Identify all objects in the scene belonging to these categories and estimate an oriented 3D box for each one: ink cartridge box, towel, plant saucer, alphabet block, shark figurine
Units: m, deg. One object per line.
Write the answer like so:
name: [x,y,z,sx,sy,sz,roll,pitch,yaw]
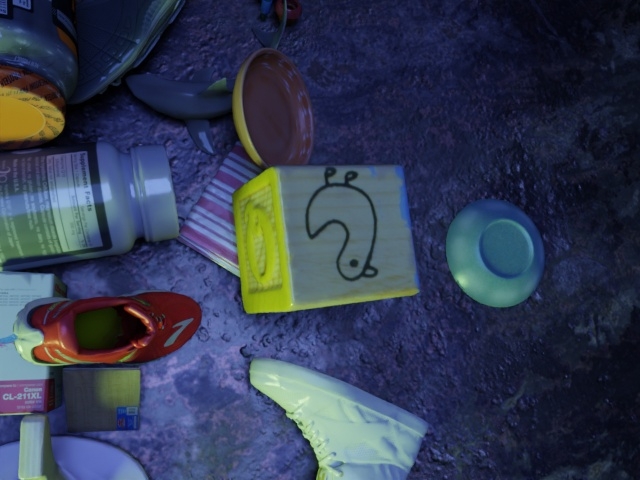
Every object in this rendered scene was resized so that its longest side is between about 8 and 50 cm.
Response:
ink cartridge box: [-0.384,0.135,0.798,0.072,0.127,0.175,2,79,-15]
towel: [-0.118,-0.048,0.957,0.144,0.029,0.197,31,71,-7]
plant saucer: [0.313,0.017,1.046,0.194,0.037,0.195,3,78,-13]
alphabet block: [0.000,0.000,0.868,0.197,0.193,0.193,-5,83,-26]
plant saucer: [-0.074,-0.194,0.937,0.037,0.200,0.200,-5,76,30]
shark figurine: [-0.142,-0.252,0.947,0.278,0.116,0.166,-31,89,-16]

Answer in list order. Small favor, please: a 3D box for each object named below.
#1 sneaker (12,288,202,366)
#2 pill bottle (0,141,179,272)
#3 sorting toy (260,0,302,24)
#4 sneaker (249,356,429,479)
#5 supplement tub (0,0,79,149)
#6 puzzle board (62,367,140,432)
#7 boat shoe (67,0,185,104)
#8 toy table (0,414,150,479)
sneaker: [-0.244,0.118,0.785,0.279,0.118,0.108,0,84,-58]
pill bottle: [-0.348,-0.049,0.827,0.283,0.161,0.161,-10,82,-16]
sorting toy: [-0.080,-0.403,1.032,0.102,0.042,0.061,45,56,10]
sneaker: [0.008,0.292,0.878,0.292,0.108,0.169,26,71,-9]
supplement tub: [-0.414,-0.290,0.770,0.193,0.193,0.316,-5,73,-15]
puzzle board: [-0.296,0.217,0.822,0.096,0.128,0.011,2,36,-15]
boat shoe: [-0.301,-0.329,0.931,0.118,0.103,0.321,30,76,2]
toy table: [-0.353,0.344,0.750,0.274,0.161,0.252,-11,82,-17]
